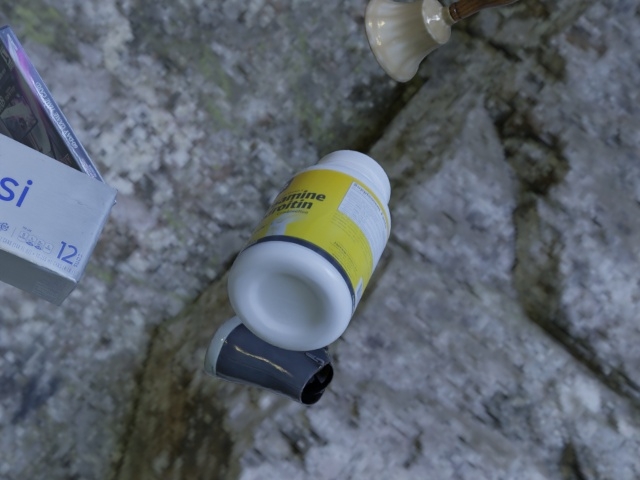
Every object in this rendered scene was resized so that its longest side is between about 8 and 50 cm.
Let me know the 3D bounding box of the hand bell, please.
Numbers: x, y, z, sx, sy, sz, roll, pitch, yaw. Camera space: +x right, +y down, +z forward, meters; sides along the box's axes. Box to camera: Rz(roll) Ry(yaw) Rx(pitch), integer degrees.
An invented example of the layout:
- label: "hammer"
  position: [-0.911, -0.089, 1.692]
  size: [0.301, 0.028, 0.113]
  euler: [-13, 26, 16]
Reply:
- label: "hand bell"
  position: [0.193, -0.312, 1.444]
  size: [0.242, 0.126, 0.126]
  euler: [-17, -52, 35]

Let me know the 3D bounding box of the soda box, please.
- label: "soda box"
  position: [-0.326, -0.052, 0.910]
  size: [0.286, 0.098, 0.091]
  euler: [25, -26, -14]

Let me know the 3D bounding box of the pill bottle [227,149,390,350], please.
- label: "pill bottle"
  position: [0.000, 0.000, 0.896]
  size: [0.103, 0.184, 0.103]
  euler: [10, -54, 14]

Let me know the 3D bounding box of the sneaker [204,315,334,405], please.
- label: "sneaker"
  position: [-0.023, 0.112, 1.159]
  size: [0.118, 0.222, 0.083]
  euler: [22, -62, 17]

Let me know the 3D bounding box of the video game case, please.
- label: "video game case"
  position: [-0.394, -0.142, 1.493]
  size: [0.274, 0.026, 0.196]
  euler: [60, -32, -4]
